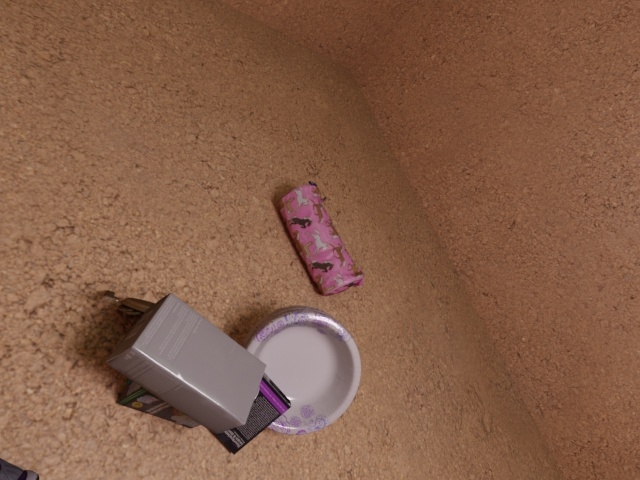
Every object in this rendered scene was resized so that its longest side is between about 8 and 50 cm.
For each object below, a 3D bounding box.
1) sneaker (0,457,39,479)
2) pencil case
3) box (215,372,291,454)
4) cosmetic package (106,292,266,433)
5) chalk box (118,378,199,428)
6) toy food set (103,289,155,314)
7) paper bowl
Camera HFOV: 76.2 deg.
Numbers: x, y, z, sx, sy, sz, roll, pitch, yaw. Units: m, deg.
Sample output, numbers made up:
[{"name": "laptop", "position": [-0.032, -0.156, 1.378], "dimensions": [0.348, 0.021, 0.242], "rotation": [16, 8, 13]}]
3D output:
[{"name": "sneaker", "position": [-0.470, 0.363, 0.511], "dimensions": [0.098, 0.083, 0.224], "rotation": [39, 3, -6]}, {"name": "pencil case", "position": [0.000, 0.000, 1.377], "dimensions": [0.386, 0.167, 0.160], "rotation": [64, 2, 12]}, {"name": "box", "position": [-0.161, 0.363, 0.878], "dimensions": [0.116, 0.162, 0.029], "rotation": [51, -3, -8]}, {"name": "cosmetic package", "position": [-0.224, 0.220, 0.723], "dimensions": [0.238, 0.107, 0.127], "rotation": [47, 35, -19]}, {"name": "chalk box", "position": [-0.295, 0.262, 0.806], "dimensions": [0.213, 0.132, 0.132], "rotation": [37, 39, -29]}, {"name": "toy food set", "position": [-0.354, 0.153, 0.848], "dimensions": [0.192, 0.132, 0.039], "rotation": [23, 79, -26]}, {"name": "paper bowl", "position": [-0.056, 0.299, 0.986], "dimensions": [0.284, 0.284, 0.148], "rotation": [50, -9, -9]}]
